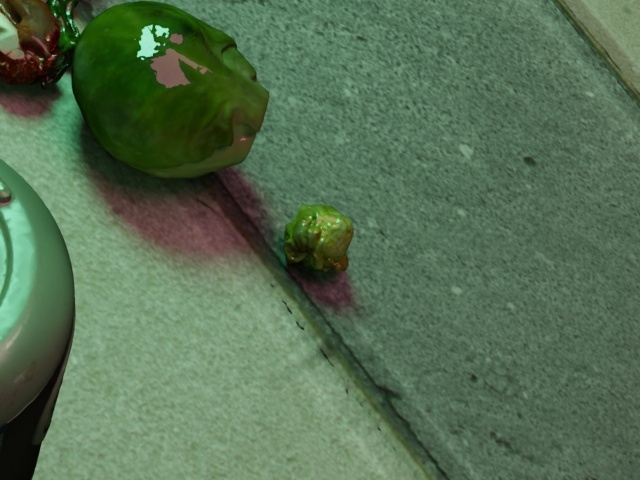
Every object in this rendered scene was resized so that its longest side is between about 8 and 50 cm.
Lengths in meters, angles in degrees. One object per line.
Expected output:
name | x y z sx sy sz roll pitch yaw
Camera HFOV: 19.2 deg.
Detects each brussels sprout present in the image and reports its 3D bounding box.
brussels sprout | -0.137 -0.131 1.687 0.180 0.144 0.161 28 8 -1

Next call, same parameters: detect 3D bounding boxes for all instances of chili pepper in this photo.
chili pepper | -0.236 -0.198 1.746 0.030 0.034 0.091 47 26 -52

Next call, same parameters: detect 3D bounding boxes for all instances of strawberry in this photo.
strawberry | -0.280 -0.196 1.684 0.104 0.048 0.152 -27 74 -42

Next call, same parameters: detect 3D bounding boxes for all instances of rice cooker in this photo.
rice cooker | -0.309 0.087 1.268 0.288 0.277 0.288 9 49 -11

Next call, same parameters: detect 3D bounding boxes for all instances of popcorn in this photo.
popcorn | 0.002 0.001 1.747 0.083 0.068 0.060 41 39 -55
